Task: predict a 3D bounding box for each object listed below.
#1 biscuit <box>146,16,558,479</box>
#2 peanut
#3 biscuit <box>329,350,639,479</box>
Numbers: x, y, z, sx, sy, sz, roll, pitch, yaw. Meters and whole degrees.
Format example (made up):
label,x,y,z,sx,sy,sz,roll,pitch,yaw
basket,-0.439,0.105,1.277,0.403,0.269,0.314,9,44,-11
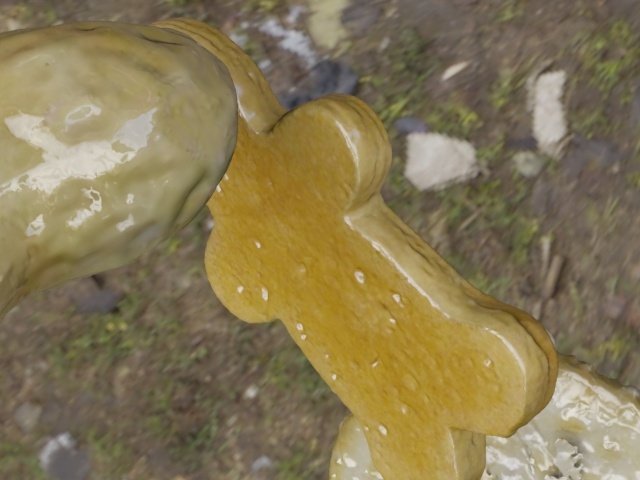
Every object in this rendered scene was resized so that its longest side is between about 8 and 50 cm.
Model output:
label,x,y,z,sx,sy,sz,roll,pitch,yaw
biscuit,0.001,-0.001,0.689,0.240,0.035,0.158,50,144,8
peanut,-0.139,0.001,0.565,0.117,0.263,0.101,41,149,23
biscuit,0.106,0.145,0.867,0.219,0.033,0.220,11,127,16
